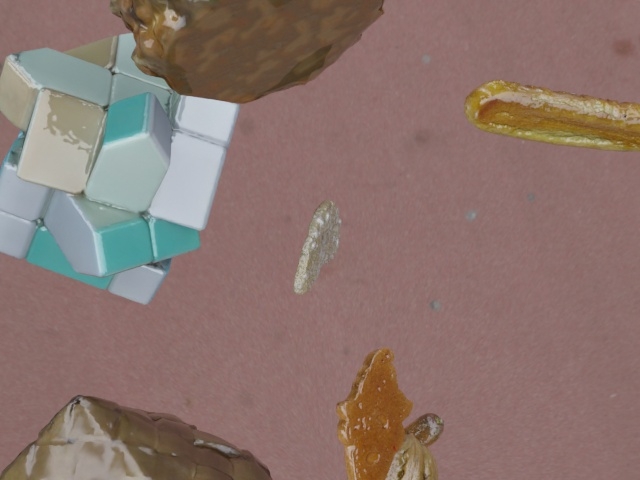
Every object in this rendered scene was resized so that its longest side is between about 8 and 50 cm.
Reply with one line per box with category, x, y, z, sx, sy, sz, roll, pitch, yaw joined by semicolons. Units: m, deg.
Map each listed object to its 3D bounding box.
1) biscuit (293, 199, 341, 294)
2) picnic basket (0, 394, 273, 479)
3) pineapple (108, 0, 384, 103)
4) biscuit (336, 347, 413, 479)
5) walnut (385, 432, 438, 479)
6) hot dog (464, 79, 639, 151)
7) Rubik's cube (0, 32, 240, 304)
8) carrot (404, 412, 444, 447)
biscuit;0.001;-0.004;1.408;0.032;0.250;0.133;12;112;12
picnic basket;-0.146;0.328;0.740;0.337;0.337;0.293;40;83;13
pineapple;-0.085;-0.250;0.479;0.169;0.169;0.340;-22;69;-5
biscuit;0.093;0.329;1.370;0.183;0.043;0.280;17;78;-38
walnut;0.140;0.451;1.457;0.155;0.155;0.184;24;79;9
hot dog;0.244;-0.126;0.783;0.215;0.066;0.047;5;55;-15
Rubik's cube;-0.208;-0.081;0.753;0.224;0.213;0.265;23;41;-19
carrot;0.179;0.422;1.600;0.186;0.060;0.060;-43;73;23
